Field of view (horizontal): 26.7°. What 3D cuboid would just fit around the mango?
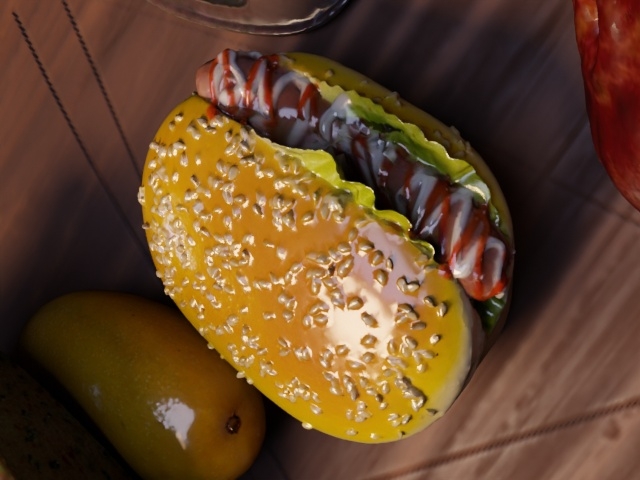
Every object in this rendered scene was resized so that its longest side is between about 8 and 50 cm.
[{"bbox_3d":[-0.105,0.079,0.766,0.184,0.085,0.102,23,128,40],"label":"mango"}]

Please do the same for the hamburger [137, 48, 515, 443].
[{"bbox_3d":[0.000,0.000,0.677,0.210,0.116,0.173,36,115,20],"label":"hamburger"}]

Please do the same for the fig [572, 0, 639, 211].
[{"bbox_3d":[0.222,-0.104,0.528,0.249,0.186,0.203,-12,116,-11],"label":"fig"}]

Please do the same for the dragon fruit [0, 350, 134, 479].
[{"bbox_3d":[-0.187,0.153,0.752,0.295,0.130,0.268,18,146,54],"label":"dragon fruit"}]

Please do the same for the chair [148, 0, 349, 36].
[{"bbox_3d":[-0.051,-0.284,0.668,0.176,0.183,0.326,16,149,25],"label":"chair"}]
